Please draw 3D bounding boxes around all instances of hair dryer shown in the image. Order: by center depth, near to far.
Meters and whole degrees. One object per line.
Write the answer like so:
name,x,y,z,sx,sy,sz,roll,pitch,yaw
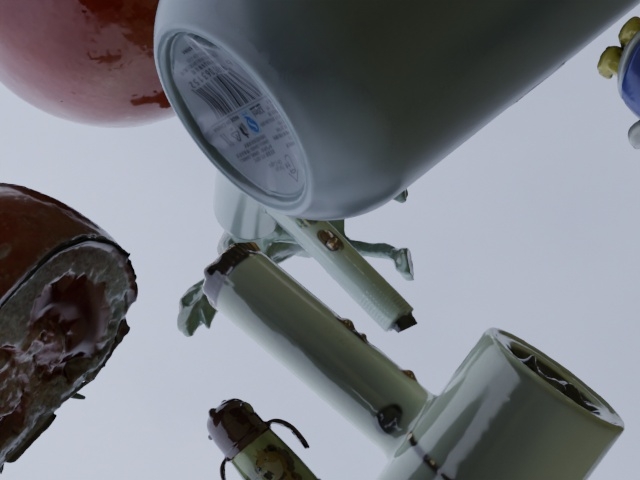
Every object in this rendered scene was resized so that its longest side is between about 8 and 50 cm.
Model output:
hair dryer,0.035,0.108,1.408,0.362,0.203,0.128,40,-169,23
hair dryer,0.000,0.000,1.652,0.236,0.131,0.073,42,-113,13

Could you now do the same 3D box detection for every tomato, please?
tomato,-0.249,0.050,1.266,0.155,0.180,0.214,37,-114,22
tomato,-0.186,-0.259,1.717,0.321,0.321,0.321,29,-131,-40

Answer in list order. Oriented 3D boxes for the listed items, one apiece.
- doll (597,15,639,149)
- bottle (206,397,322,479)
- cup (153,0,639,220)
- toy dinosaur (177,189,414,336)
doll,0.222,-0.087,1.061,0.098,0.143,0.058,-57,-41,0
bottle,-0.044,0.157,1.319,0.063,0.047,0.101,-37,-96,-36
cup,0.056,-0.161,1.156,0.312,0.205,0.205,-40,-76,-22
toy dinosaur,0.014,-0.032,1.828,0.393,0.205,0.092,-59,-42,-43
